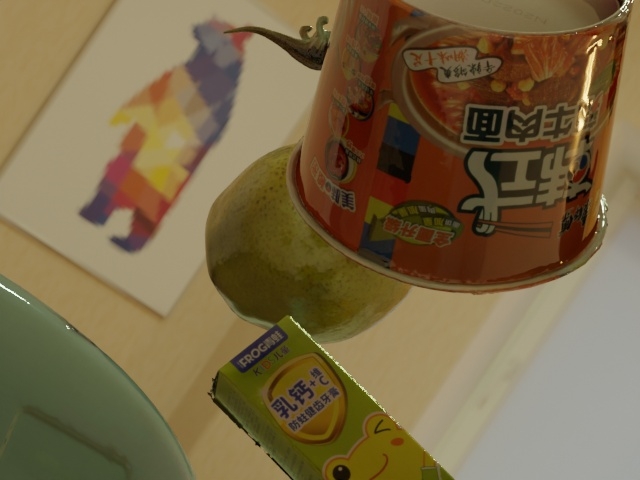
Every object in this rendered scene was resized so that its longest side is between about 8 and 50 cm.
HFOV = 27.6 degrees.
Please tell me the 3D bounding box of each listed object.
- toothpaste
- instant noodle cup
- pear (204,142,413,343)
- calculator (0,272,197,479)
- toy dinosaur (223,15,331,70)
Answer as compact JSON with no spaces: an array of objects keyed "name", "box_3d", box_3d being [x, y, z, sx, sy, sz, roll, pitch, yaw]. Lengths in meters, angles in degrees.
[{"name":"toothpaste","box_3d":[0.030,0.232,1.394,0.327,0.110,0.077,44,-28,17]},{"name":"instant noodle cup","box_3d":[0.108,-0.112,0.942,0.250,0.192,0.250,6,37,-4]},{"name":"pear","box_3d":[0.000,0.000,1.706,0.294,0.294,0.294,34,-1,1]},{"name":"calculator","box_3d":[-0.165,0.074,0.443,0.298,0.186,0.041,34,-40,-21]},{"name":"toy dinosaur","box_3d":[0.003,-0.188,1.224,0.180,0.058,0.037,13,-20,5]}]
